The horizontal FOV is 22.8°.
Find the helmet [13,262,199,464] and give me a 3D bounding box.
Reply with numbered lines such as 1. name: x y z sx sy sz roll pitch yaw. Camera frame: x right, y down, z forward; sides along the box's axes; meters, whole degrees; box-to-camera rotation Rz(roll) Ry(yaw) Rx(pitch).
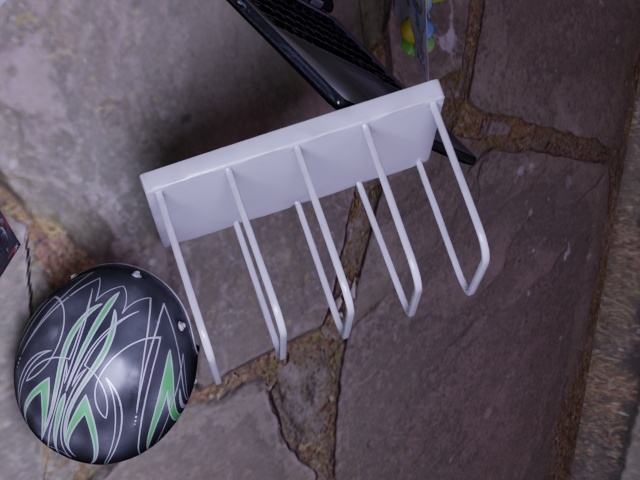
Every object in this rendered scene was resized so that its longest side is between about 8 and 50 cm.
1. helmet: -0.187 0.109 1.382 0.161 0.169 0.169 82 25 -71

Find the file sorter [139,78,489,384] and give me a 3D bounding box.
1. file sorter: 0.000 0.000 1.461 0.193 0.278 0.173 94 -23 -76

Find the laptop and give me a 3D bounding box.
1. laptop: 0.034 -0.316 1.621 0.236 0.408 0.382 -48 159 13

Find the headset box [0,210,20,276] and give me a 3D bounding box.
1. headset box: -0.284 -0.001 1.283 0.083 0.032 0.062 72 37 -49

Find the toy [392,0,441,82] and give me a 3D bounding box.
1. toy: 0.125 -0.314 1.891 0.237 0.056 0.137 90 -16 -54

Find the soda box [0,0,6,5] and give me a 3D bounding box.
1. soda box: -0.327 -0.136 1.059 0.286 0.098 0.091 -55 146 -41
